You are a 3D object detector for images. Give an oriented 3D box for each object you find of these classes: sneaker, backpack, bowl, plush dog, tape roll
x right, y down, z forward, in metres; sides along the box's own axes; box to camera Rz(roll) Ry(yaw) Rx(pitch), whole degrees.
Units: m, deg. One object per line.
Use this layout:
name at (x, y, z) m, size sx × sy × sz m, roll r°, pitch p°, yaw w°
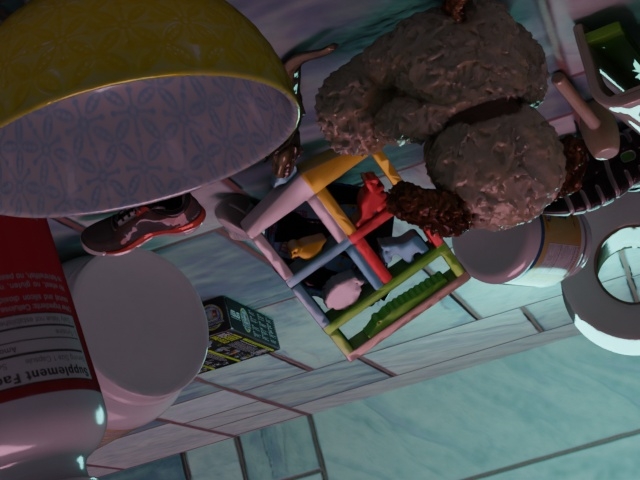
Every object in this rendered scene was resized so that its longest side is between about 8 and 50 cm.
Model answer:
sneaker at (-0.221, -0.032, 1.782) m, size 0.157 × 0.061 × 0.065 m, roll -17°, pitch 138°, yaw 4°
sneaker at (0.389, -0.087, 2.044) m, size 0.281 × 0.106 × 0.162 m, roll -15°, pitch 168°, yaw -2°
backpack at (0.000, 0.000, 1.898) m, size 0.173 × 0.158 × 0.117 m, roll 10°, pitch 172°, yaw -30°
bowl at (-0.171, -0.141, 1.204) m, size 0.289 × 0.156 × 0.289 m, roll -13°, pitch 165°, yaw -4°
plush dog at (0.154, -0.117, 1.425) m, size 0.262 × 0.225 × 0.210 m, roll -18°, pitch 166°, yaw -19°
tape roll at (0.511, 0.055, 2.397) m, size 0.246 × 0.246 × 0.169 m, roll -16°, pitch 165°, yaw 6°
sneaker at (-0.101, -0.021, 1.905) m, size 0.061 × 0.054 × 0.152 m, roll -18°, pitch 165°, yaw 23°

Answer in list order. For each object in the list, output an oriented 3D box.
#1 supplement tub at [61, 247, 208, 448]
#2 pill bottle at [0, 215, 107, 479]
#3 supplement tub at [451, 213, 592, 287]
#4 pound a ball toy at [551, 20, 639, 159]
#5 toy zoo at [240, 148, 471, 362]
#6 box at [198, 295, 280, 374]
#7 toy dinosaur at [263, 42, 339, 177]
supplement tub at (-0.324, 0.160, 1.983) m, size 0.241 × 0.241 × 0.331 m, roll -2°, pitch 160°, yaw -41°
pill bottle at (-0.347, 0.120, 1.463) m, size 0.229 × 0.408 × 0.229 m, roll -19°, pitch 165°, yaw -5°
supplement tub at (0.301, -0.004, 2.172) m, size 0.144 × 0.144 × 0.199 m, roll -25°, pitch 162°, yaw 33°
pound a ball toy at (0.372, -0.159, 1.701) m, size 0.208 × 0.136 × 0.319 m, roll -21°, pitch 163°, yaw 21°
toy zoo at (0.035, -0.003, 1.805) m, size 0.192 × 0.030 × 0.293 m, roll -35°, pitch 121°, yaw 3°
box at (-0.210, 0.171, 2.482) m, size 0.216 × 0.060 × 0.270 m, roll -19°, pitch 165°, yaw 12°
toy dinosaur at (-0.058, -0.130, 1.544) m, size 0.118 × 0.064 × 0.268 m, roll -26°, pitch 166°, yaw -17°
